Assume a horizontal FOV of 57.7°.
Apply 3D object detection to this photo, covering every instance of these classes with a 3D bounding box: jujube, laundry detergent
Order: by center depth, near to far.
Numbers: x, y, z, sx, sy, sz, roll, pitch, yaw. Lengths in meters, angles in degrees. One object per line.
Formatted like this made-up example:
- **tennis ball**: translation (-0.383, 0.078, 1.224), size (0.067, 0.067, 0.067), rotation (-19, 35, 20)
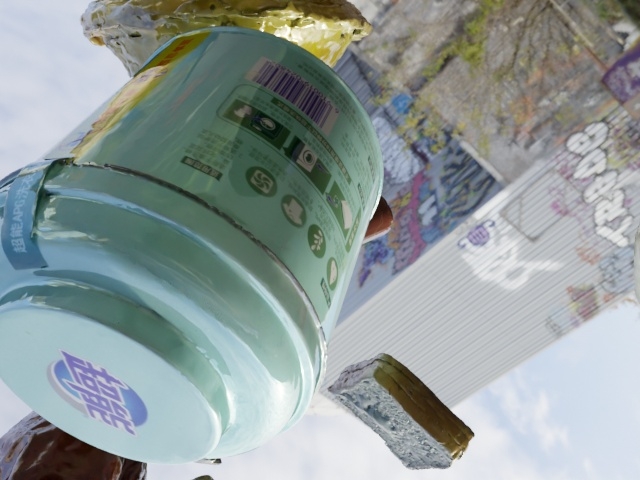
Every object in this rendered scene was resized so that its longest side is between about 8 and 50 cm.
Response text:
- **laundry detergent**: translation (-0.111, 0.009, 0.506), size (0.287, 0.287, 0.305), rotation (39, -138, -15)
- **jujube**: translation (-0.430, 0.416, 0.938), size (0.276, 0.276, 0.377), rotation (39, -164, -15)

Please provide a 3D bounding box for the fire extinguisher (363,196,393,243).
- **fire extinguisher**: translation (0.000, 0.000, 1.273), size (0.336, 0.147, 0.107), rotation (-21, -114, -35)

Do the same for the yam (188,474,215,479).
- **yam**: translation (-0.256, 0.471, 1.000), size (0.071, 0.317, 0.067), rotation (5, -126, -36)

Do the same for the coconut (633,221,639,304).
- **coconut**: translation (0.417, 0.021, 0.478), size (0.297, 0.255, 0.297), rotation (37, 178, 1)

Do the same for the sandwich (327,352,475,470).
- **sandwich**: translation (0.187, 0.407, 1.362), size (0.301, 0.271, 0.099), rotation (45, -117, 2)

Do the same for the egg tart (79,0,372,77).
- **egg tart**: translation (-0.105, -0.223, 0.713), size (0.345, 0.345, 0.133), rotation (-25, -66, -61)

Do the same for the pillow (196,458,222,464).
- **pillow**: translation (-0.368, 0.363, 1.210), size (0.228, 0.326, 0.101), rotation (64, -145, -38)
